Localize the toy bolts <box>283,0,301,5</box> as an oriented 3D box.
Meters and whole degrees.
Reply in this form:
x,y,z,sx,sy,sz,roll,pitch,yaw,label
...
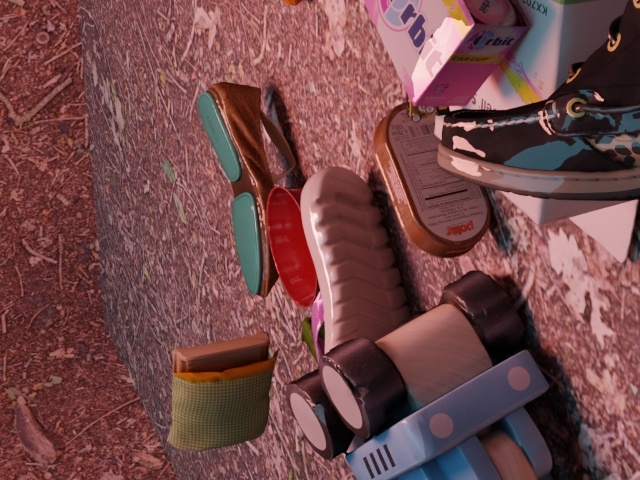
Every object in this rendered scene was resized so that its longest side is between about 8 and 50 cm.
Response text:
x,y,z,sx,sy,sz,roll,pitch,yaw,label
-0.080,-0.465,1.784,0.228,0.158,0.218,35,176,47,toy bolts

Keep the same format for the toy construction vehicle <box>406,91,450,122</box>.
x,y,z,sx,sy,sz,roll,pitch,yaw,label
0.108,-0.159,1.234,0.086,0.035,0.098,-119,25,-71,toy construction vehicle

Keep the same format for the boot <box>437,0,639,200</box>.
x,y,z,sx,sy,sz,roll,pitch,yaw,label
0.244,-0.175,0.941,0.377,0.138,0.284,4,105,44,boot

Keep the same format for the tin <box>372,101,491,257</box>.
x,y,z,sx,sy,sz,roll,pitch,yaw,label
0.127,-0.072,1.459,0.040,0.106,0.189,126,126,-64,tin

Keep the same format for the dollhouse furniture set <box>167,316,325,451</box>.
x,y,z,sx,sy,sz,roll,pitch,yaw,label
-0.060,0.243,1.867,0.151,0.302,0.197,-125,32,-50,dollhouse furniture set

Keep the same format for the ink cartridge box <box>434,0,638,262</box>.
x,y,z,sx,sy,sz,roll,pitch,yaw,label
0.205,-0.158,1.182,0.207,0.119,0.353,-130,33,-51,ink cartridge box

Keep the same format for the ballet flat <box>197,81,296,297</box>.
x,y,z,sx,sy,sz,roll,pitch,yaw,label
-0.090,-0.087,1.988,0.116,0.124,0.342,-25,80,65,ballet flat

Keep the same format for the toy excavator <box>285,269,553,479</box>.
x,y,z,sx,sy,sz,roll,pitch,yaw,label
0.200,0.268,1.409,0.445,0.222,0.433,59,158,8,toy excavator

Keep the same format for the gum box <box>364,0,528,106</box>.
x,y,z,sx,sy,sz,roll,pitch,yaw,label
0.097,-0.225,1.134,0.107,0.062,0.188,-54,50,46,gum box

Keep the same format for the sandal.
x,y,z,sx,sy,sz,roll,pitch,yaw,label
0.041,0.110,1.715,0.102,0.169,0.416,-18,74,45,sandal

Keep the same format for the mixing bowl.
x,y,z,sx,sy,sz,roll,pitch,yaw,label
0.000,0.000,1.847,0.181,0.098,0.181,167,90,-69,mixing bowl
